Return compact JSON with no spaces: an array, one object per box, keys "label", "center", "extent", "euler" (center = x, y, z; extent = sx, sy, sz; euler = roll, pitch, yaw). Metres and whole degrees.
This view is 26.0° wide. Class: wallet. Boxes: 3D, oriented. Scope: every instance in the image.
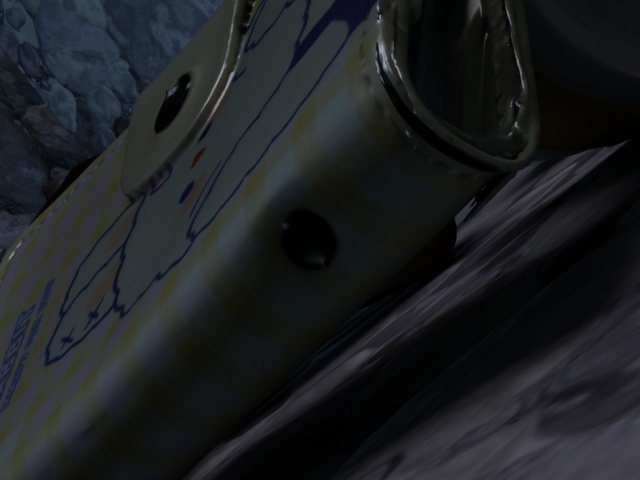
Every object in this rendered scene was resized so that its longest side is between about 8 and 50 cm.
[{"label":"wallet","center":[-0.043,-0.004,0.488],"extent":[0.309,0.077,0.223],"euler":[-46,21,36]}]

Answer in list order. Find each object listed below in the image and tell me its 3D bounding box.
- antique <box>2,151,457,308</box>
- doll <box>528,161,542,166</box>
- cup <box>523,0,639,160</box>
[{"label":"antique","center":[-0.057,-0.002,0.824],"extent":[0.278,0.129,0.223],"euler":[-18,-1,21]},{"label":"doll","center":[0.164,-0.136,0.996],"extent":[0.271,0.208,0.144],"euler":[18,-54,-45]},{"label":"cup","center":[0.130,-0.148,0.582],"extent":[0.241,0.185,0.226],"euler":[-47,7,-3]}]
